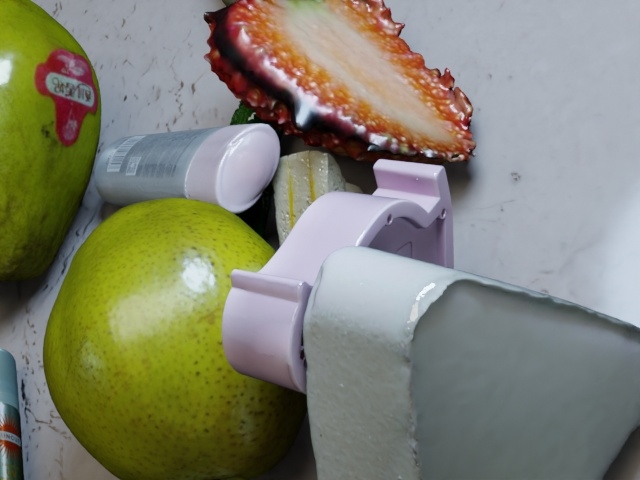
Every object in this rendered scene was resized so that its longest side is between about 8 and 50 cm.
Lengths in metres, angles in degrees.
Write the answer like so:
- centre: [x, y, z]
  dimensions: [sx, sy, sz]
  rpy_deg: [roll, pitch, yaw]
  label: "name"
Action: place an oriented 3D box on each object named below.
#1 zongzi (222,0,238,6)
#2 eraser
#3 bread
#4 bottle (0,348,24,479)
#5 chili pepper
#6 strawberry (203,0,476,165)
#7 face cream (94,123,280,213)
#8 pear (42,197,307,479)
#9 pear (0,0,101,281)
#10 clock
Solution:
- centre: [-0.045, -0.370, 1.684]
  dimensions: [0.197, 0.099, 0.194]
  rpy_deg: [-20, 56, 7]
  label: "zongzi"
- centre: [0.146, 0.142, 1.203]
  dimensions: [0.150, 0.331, 0.331]
  rpy_deg: [16, 71, 50]
  label: "eraser"
- centre: [-0.012, -0.002, 1.455]
  dimensions: [0.077, 0.105, 0.152]
  rpy_deg: [-5, 61, 32]
  label: "bread"
- centre: [-0.363, 0.254, 1.503]
  dimensions: [0.082, 0.082, 0.286]
  rpy_deg: [-22, 56, 15]
  label: "bottle"
- centre: [-0.091, -0.055, 1.551]
  dimensions: [0.098, 0.061, 0.224]
  rpy_deg: [-6, 64, 36]
  label: "chili pepper"
- centre: [0.016, -0.149, 1.489]
  dimensions: [0.233, 0.137, 0.306]
  rpy_deg: [-18, 60, -36]
  label: "strawberry"
- centre: [-0.153, -0.077, 1.523]
  dimensions: [0.269, 0.073, 0.107]
  rpy_deg: [1, 57, 53]
  label: "face cream"
- centre: [-0.136, 0.109, 1.358]
  dimensions: [0.294, 0.294, 0.294]
  rpy_deg: [-12, 59, 21]
  label: "pear"
- centre: [-0.397, -0.100, 1.607]
  dimensions: [0.287, 0.287, 0.375]
  rpy_deg: [-3, 89, 25]
  label: "pear"
- centre: [0.027, 0.103, 1.279]
  dimensions: [0.080, 0.290, 0.275]
  rpy_deg: [10, 28, 34]
  label: "clock"
